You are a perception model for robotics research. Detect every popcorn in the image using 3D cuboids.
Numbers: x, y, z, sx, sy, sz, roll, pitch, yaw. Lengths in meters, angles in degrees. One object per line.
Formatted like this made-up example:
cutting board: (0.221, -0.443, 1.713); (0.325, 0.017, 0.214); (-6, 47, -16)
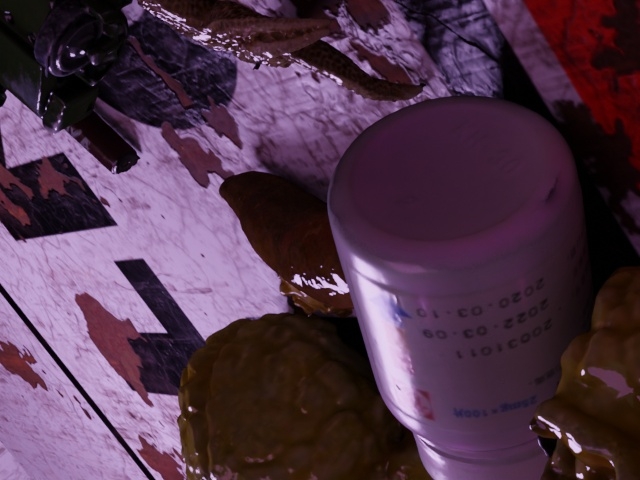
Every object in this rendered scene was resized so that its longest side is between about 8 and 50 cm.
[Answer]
popcorn: (0.225, 0.118, 0.906); (0.218, 0.189, 0.169); (58, 158, -18)
popcorn: (0.001, 0.036, 1.308); (0.083, 0.057, 0.082); (46, 153, -8)
popcorn: (-0.027, 0.200, 1.396); (0.286, 0.225, 0.174); (34, 156, 30)

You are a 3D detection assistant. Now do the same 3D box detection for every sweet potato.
sweet potato: (-0.001, 0.001, 1.211); (0.292, 0.097, 0.097); (16, 141, 49)

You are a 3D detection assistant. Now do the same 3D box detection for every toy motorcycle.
toy motorcycle: (-0.267, -0.194, 1.333); (0.205, 0.127, 0.275); (39, 147, 16)

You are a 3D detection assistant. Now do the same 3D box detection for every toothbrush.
toothbrush: (-0.330, -0.196, 1.518); (0.364, 0.041, 0.041); (42, 155, 13)

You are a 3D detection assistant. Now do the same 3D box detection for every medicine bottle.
medicine bottle: (0.112, 0.054, 1.019); (0.170, 0.170, 0.293); (28, 148, 36)

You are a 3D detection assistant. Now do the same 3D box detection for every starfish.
starfish: (-0.058, -0.161, 1.033); (0.277, 0.062, 0.236); (23, -175, -12)
